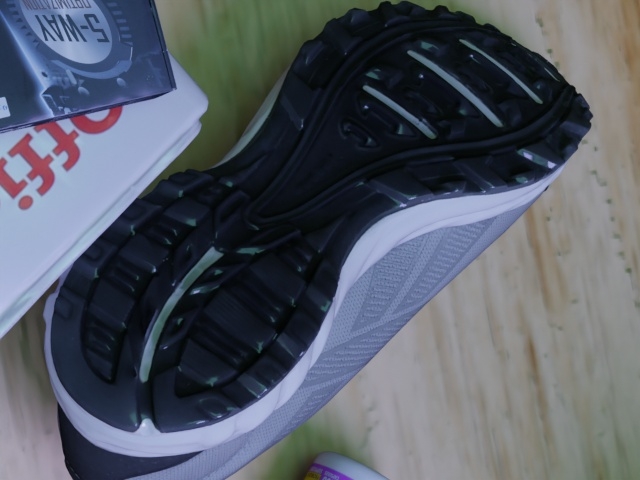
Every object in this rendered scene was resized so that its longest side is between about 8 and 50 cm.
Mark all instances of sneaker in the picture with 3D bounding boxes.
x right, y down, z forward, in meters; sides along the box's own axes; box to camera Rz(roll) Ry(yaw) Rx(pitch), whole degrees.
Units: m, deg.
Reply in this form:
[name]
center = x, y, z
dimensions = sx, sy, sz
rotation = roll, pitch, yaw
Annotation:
[sneaker]
center = 0.000, 0.000, 0.612
dimensions = 0.100, 0.108, 0.271
rotation = 41, 54, 16

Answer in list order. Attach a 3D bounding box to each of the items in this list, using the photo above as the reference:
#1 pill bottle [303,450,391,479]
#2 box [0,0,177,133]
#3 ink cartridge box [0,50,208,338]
[pill bottle]
center = -0.001, 0.126, 0.625
dimensions = 0.043, 0.043, 0.083
rotation = 34, 75, -18
[box]
center = -0.091, -0.067, 0.483
dimensions = 0.083, 0.018, 0.067
rotation = -15, 92, -26
[ink cartridge box]
center = -0.206, -0.070, 0.507
dimensions = 0.278, 0.117, 0.201
rotation = 48, 71, -14
